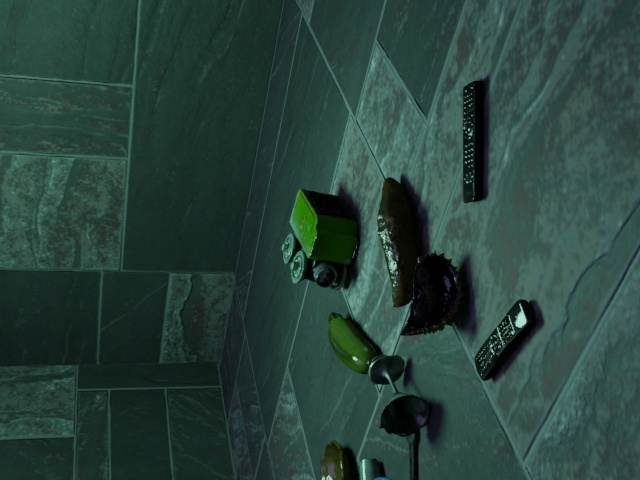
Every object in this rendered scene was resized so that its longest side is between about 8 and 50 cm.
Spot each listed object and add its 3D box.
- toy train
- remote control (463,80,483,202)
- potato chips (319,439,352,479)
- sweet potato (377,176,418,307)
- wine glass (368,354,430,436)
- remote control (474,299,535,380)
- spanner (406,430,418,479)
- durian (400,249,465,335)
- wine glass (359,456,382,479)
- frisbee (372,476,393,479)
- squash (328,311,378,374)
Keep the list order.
[{"bbox_3d":[0.000,0.000,2.381,0.307,0.174,0.248,-119,44,-60],"label":"toy train"},{"bbox_3d":[0.305,-0.197,1.608,0.063,0.025,0.245,177,94,-74],"label":"remote control"},{"bbox_3d":[0.051,0.677,2.306,0.208,0.062,0.195,134,141,-68],"label":"potato chips"},{"bbox_3d":[0.180,-0.018,1.892,0.114,0.092,0.341,88,177,-67],"label":"sweet potato"},{"bbox_3d":[0.172,0.350,1.850,0.183,0.122,0.122,-115,31,-59],"label":"wine glass"},{"bbox_3d":[0.335,0.185,1.467,0.212,0.028,0.059,111,151,-49],"label":"remote control"},{"bbox_3d":[0.214,0.554,1.852,0.054,0.015,0.254,162,109,-70],"label":"spanner"},{"bbox_3d":[0.252,0.122,1.680,0.108,0.119,0.186,26,-105,-67],"label":"durian"},{"bbox_3d":[0.138,0.673,2.012,0.074,0.074,0.262,115,154,-53],"label":"wine glass"},{"bbox_3d":[0.151,0.687,1.895,0.242,0.045,0.242,-32,49,48],"label":"frisbee"},{"bbox_3d":[0.077,0.286,2.218,0.341,0.095,0.094,-136,50,-65],"label":"squash"}]
